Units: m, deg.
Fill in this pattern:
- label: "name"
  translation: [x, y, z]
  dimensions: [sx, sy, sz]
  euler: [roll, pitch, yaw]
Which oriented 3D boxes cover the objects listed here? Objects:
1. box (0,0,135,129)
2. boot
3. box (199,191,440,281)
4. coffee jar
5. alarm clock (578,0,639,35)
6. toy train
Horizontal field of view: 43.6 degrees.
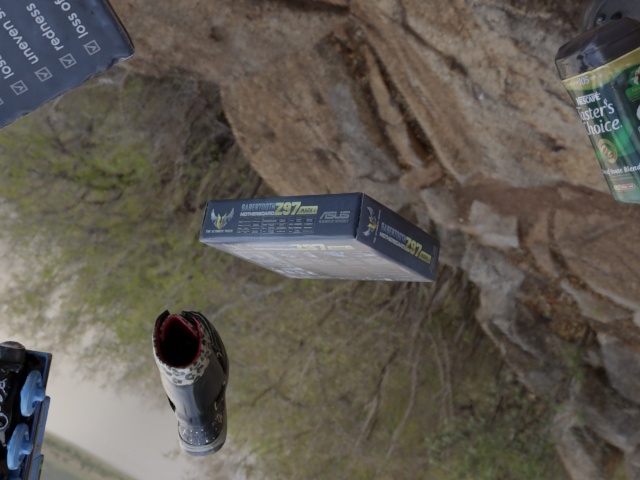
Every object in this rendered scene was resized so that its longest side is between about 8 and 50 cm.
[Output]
- label: "box"
  translation: [-0.526, -0.305, 0.778]
  dimensions: [0.297, 0.472, 0.479]
  euler: [54, 173, 42]
- label: "boot"
  translation: [-0.172, 0.142, 1.064]
  dimensions: [0.085, 0.236, 0.178]
  euler: [-9, 132, -5]
- label: "box"
  translation: [0.000, 0.000, 0.968]
  dimensions: [0.233, 0.059, 0.183]
  euler: [-1, 163, 37]
- label: "coffee jar"
  translation: [0.314, -0.133, 0.824]
  dimensions: [0.184, 0.079, 0.096]
  euler: [64, 171, -6]
- label: "alarm clock"
  translation: [0.372, -0.231, 0.960]
  dimensions: [0.129, 0.192, 0.064]
  euler: [19, -167, 22]
- label: "toy train"
  translation: [-0.300, 0.185, 0.753]
  dimensions: [0.080, 0.184, 0.105]
  euler: [9, 174, -4]
